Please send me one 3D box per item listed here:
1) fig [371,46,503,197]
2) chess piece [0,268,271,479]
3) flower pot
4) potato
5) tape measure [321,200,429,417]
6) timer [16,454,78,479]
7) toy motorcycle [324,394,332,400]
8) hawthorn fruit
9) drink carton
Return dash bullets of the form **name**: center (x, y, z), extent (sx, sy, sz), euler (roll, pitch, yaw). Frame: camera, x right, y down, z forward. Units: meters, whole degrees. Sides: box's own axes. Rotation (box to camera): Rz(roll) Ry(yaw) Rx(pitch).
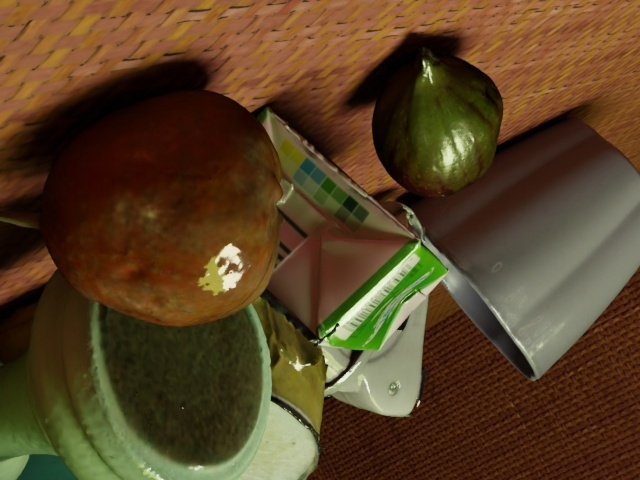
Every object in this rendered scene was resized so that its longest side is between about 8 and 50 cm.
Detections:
- **fig**: center (0.088, -0.101, 0.995), extent (0.103, 0.109, 0.154), euler (-7, 144, 7)
- **chess piece**: center (-0.204, 0.119, 0.961), extent (0.299, 0.194, 0.195), euler (-19, 177, 33)
- **flower pot**: center (0.257, -0.009, 1.547), extent (0.243, 0.265, 0.265), euler (-42, 171, -3)
- **potato**: center (-0.143, 0.110, 1.188), extent (0.300, 0.196, 0.246), euler (8, 136, -4)
- **tape measure**: center (0.028, 0.071, 1.398), extent (0.197, 0.236, 0.120), euler (4, -175, -40)
- **timer**: center (-0.296, 0.256, 1.052), extent (0.250, 0.091, 0.232), euler (-1, -157, 13)
- **toy motorcycle**: center (-0.081, 0.126, 1.489), extent (0.401, 0.207, 0.134), euler (-39, 175, -18)
- **hawthorn fruit**: center (-0.104, -0.007, 0.791), extent (0.189, 0.149, 0.149), euler (-29, 171, -15)
- **drink carton**: center (0.000, 0.000, 1.033), extent (0.108, 0.161, 0.271), euler (-48, 168, 2)
